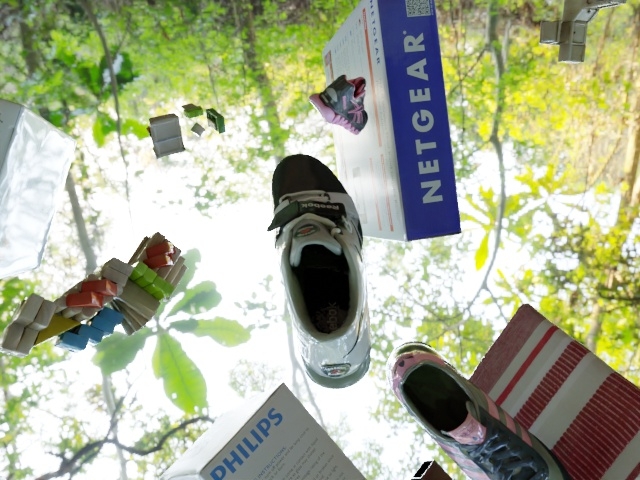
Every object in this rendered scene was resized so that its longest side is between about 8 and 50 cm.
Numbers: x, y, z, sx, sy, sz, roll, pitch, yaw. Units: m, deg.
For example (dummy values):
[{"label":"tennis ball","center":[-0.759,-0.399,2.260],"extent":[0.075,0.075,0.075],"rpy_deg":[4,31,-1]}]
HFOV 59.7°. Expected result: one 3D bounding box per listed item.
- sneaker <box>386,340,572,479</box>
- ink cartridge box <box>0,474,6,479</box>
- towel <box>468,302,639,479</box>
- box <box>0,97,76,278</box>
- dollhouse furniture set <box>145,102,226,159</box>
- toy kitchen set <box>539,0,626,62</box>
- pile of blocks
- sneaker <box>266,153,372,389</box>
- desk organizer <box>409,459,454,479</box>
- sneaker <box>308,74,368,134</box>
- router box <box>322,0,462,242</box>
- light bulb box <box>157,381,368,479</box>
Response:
[{"label":"sneaker","center":[0.212,0.269,0.752],"extent":[0.319,0.112,0.131],"rpy_deg":[40,-178,11]},{"label":"ink cartridge box","center":[-0.421,0.482,0.653],"extent":[0.223,0.307,0.129],"rpy_deg":[-32,177,-12]},{"label":"towel","center":[0.358,0.271,0.871],"extent":[0.037,0.237,0.329],"rpy_deg":[25,-167,-26]},{"label":"box","center":[-0.271,-0.044,0.438],"extent":[0.091,0.130,0.170],"rpy_deg":[17,178,-12]},{"label":"dollhouse furniture set","center":[-0.262,-0.217,1.068],"extent":[0.151,0.076,0.058],"rpy_deg":[-22,-143,-26]},{"label":"toy kitchen set","center":[0.343,-0.282,0.736],"extent":[0.068,0.083,0.075],"rpy_deg":[-4,-166,-22]},{"label":"pile of blocks","center":[-0.359,0.103,0.967],"extent":[0.112,0.149,0.362],"rpy_deg":[-24,-171,45]},{"label":"sneaker","center":[0.000,0.000,0.687],"extent":[0.122,0.146,0.331],"rpy_deg":[-14,-120,-2]},{"label":"desk organizer","center":[0.177,0.460,0.999],"extent":[0.050,0.047,0.130],"rpy_deg":[45,-118,5]},{"label":"sneaker","center":[0.035,-0.155,0.623],"extent":[0.047,0.057,0.119],"rpy_deg":[49,-161,12]},{"label":"router box","center":[0.095,-0.171,0.860],"extent":[0.082,0.336,0.301],"rpy_deg":[-9,-175,-12]},{"label":"light bulb box","center":[-0.090,0.513,1.088],"extent":[0.225,0.361,0.358],"rpy_deg":[-41,179,-36]}]
